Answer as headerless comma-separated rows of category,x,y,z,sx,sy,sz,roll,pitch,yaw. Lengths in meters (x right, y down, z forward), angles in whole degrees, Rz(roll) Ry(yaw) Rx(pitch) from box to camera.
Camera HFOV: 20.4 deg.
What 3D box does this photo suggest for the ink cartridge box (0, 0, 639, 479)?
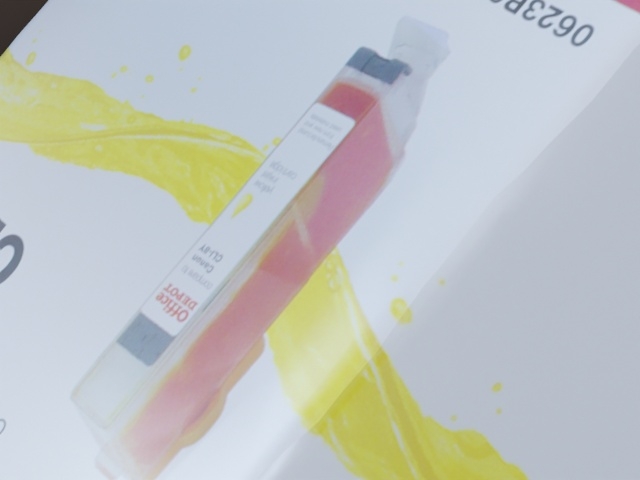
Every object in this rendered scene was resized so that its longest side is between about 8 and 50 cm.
ink cartridge box,0.000,0.000,0.641,0.160,0.384,0.279,42,-3,-41
